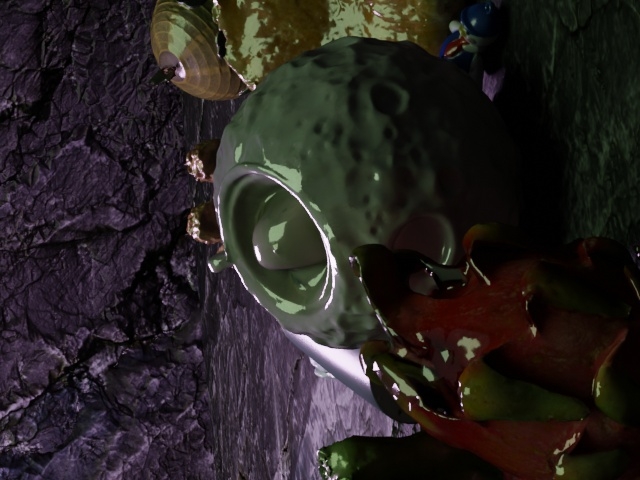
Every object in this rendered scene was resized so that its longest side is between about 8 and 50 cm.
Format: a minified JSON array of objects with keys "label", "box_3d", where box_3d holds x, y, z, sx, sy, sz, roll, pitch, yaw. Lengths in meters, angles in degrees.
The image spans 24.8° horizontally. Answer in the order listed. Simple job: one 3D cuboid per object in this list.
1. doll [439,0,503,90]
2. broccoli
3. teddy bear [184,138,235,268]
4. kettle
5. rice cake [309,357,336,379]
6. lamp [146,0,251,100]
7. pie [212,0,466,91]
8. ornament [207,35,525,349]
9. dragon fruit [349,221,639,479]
[{"label":"doll","box_3d":[0.165,-0.213,1.598,0.143,0.058,0.099,116,145,-56]},{"label":"broccoli","box_3d":[0.136,0.204,1.370,0.165,0.304,0.145,-33,61,56]},{"label":"teddy bear","box_3d":[-0.144,-0.074,2.533,0.222,0.296,0.246,-3,82,52]},{"label":"kettle","box_3d":[0.078,0.118,1.803,0.243,0.210,0.160,23,92,55]},{"label":"rice cake","box_3d":[-0.008,0.065,2.297,0.066,0.063,0.336,7,112,49]},{"label":"lamp","box_3d":[-0.198,-0.353,2.549,0.250,0.284,0.250,35,149,25]},{"label":"pie","box_3d":[0.012,-0.276,1.725,0.083,0.339,0.339,-47,-34,-52]},{"label":"ornament","box_3d":[0.057,-0.054,1.554,0.337,0.337,0.337,174,90,-76]},{"label":"dragon fruit","box_3d":[0.181,0.101,1.249,0.307,0.243,0.227,43,127,47]}]
